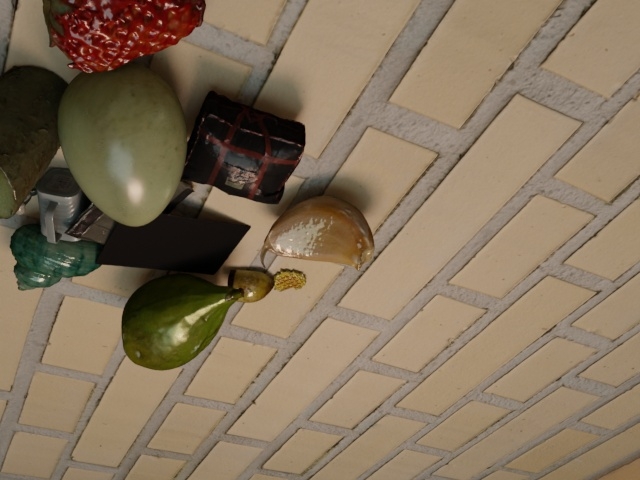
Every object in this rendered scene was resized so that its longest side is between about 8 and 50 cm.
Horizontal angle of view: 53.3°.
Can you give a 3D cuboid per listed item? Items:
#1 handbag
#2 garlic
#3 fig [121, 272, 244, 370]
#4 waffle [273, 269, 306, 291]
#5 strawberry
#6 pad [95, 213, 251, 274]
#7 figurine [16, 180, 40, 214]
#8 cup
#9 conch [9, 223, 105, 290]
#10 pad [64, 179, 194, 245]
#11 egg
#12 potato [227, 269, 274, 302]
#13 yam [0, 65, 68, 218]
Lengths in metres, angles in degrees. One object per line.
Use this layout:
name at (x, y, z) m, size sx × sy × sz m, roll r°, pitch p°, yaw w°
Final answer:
handbag at (-0.146, -0.174, 1.215) m, size 0.215 × 0.155 × 0.169 m, roll 16°, pitch 127°, yaw -15°
garlic at (-0.005, -0.013, 1.392) m, size 0.245 × 0.164 × 0.145 m, roll 0°, pitch 154°, yaw 4°
fig at (-0.317, 0.196, 1.542) m, size 0.314 × 0.233 × 0.233 m, roll -3°, pitch 137°, yaw 7°
waffle at (-0.078, 0.103, 1.613) m, size 0.085 × 0.016 × 0.078 m, roll 1°, pitch 137°, yaw -6°
strawberry at (-0.299, -0.368, 0.997) m, size 0.245 × 0.205 × 0.205 m, roll -4°, pitch 141°, yaw -29°
pad at (-0.330, 0.009, 1.444) m, size 0.300 × 0.005 × 0.202 m, roll 8°, pitch 139°, yaw -37°
figurine at (-0.626, -0.122, 1.268) m, size 0.126 × 0.147 × 0.192 m, roll -7°, pitch 159°, yaw -23°
cup at (-0.539, -0.063, 1.328) m, size 0.095 × 0.128 × 0.129 m, roll 12°, pitch 133°, yaw -1°
conch at (-0.598, 0.037, 1.427) m, size 0.202 × 0.134 × 0.196 m, roll -26°, pitch 131°, yaw 21°
pad at (-0.396, -0.066, 1.340) m, size 0.233 × 0.022 × 0.174 m, roll -40°, pitch 149°, yaw 17°
egg at (-0.345, -0.169, 1.135) m, size 0.219 × 0.218 × 0.295 m, roll -6°, pitch 103°, yaw 3°
potato at (-0.170, 0.120, 1.582) m, size 0.103 × 0.066 × 0.096 m, roll -2°, pitch 141°, yaw 10°
yam at (-0.547, -0.179, 1.122) m, size 0.161 × 0.268 × 0.161 m, roll 6°, pitch 137°, yaw 6°
